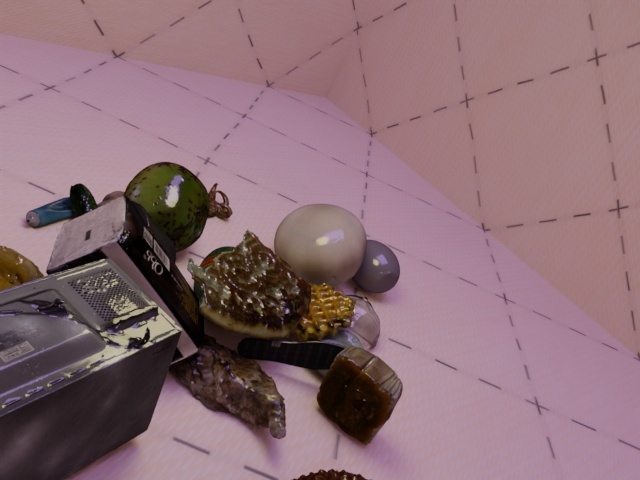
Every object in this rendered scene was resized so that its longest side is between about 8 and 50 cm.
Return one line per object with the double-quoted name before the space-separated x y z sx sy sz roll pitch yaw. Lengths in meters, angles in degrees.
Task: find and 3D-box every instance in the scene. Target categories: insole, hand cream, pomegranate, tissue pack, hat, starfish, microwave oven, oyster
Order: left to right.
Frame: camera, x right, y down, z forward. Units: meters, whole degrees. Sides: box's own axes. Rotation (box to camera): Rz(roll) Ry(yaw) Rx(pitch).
"microwave oven" -0.509 0.259 1.074 0.236 0.374 0.432 39 34 21
"hand cream" -0.776 -0.084 1.798 0.083 0.048 0.224 32 22 5
"tissue pack" -0.427 0.104 1.394 0.210 0.198 0.369 -104 171 -56
"pomegranate" -0.516 -0.098 1.862 0.341 0.284 0.285 4 23 13
"starfish" -0.395 -0.149 2.221 0.146 0.074 0.189 15 29 -27
"oyster" -0.206 0.330 1.515 0.396 0.110 0.204 32 23 17
"insole" -0.065 0.298 1.619 0.310 0.110 0.012 9 36 -8
"hat" 0.087 0.253 1.886 0.220 0.164 0.226 30 5 8

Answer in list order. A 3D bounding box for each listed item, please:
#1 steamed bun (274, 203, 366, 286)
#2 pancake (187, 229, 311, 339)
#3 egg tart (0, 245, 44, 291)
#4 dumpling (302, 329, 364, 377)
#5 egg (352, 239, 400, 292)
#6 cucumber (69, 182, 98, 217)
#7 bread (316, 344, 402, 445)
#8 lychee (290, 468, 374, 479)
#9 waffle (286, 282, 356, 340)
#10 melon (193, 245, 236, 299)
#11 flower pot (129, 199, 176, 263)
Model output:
"steamed bun" 0.000 0.000 2.077 0.325 0.206 0.324 -1 32 1
"pancake" -0.184 0.134 1.620 0.304 0.067 0.427 51 30 3
"egg tart" -0.772 0.105 1.375 0.288 0.118 0.288 21 29 -13
"dumpling" 0.042 0.331 1.735 0.217 0.104 0.149 30 27 11
"egg" 0.186 0.088 2.222 0.176 0.176 0.232 4 33 -38
"cucumber" -0.688 -0.078 1.813 0.069 0.069 0.227 -5 55 -47
"bread" 0.097 0.393 1.564 0.192 0.209 0.110 36 33 18
"lychee" 0.021 0.556 1.185 0.272 0.271 0.271 22 27 -12
"waffle" -0.054 0.205 1.819 0.330 0.062 0.329 -1 23 0
"melon" -0.267 0.118 1.745 0.182 0.182 0.287 22 27 -10
"flower pot" -0.499 0.039 1.644 0.269 0.269 0.166 47 13 34
